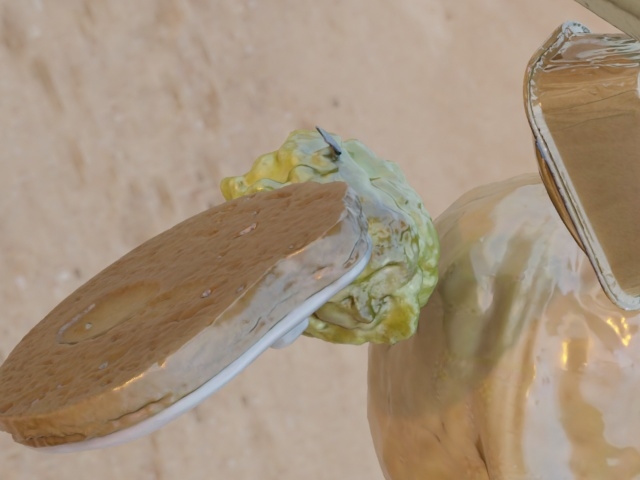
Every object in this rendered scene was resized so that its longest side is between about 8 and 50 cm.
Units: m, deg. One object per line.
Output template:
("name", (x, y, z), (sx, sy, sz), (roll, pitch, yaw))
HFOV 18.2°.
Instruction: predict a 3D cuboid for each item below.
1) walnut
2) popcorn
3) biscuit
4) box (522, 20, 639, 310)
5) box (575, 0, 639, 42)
("walnut", (0.209, 0.117, 1.594), (0.381, 0.381, 0.381), (55, 24, -40))
("popcorn", (0.007, -0.008, 1.432), (0.173, 0.142, 0.173), (27, 47, -33))
("biscuit", (-0.072, 0.043, 1.009), (0.208, 0.181, 0.049), (-42, 111, -29))
("box", (0.182, -0.047, 1.205), (0.177, 0.111, 0.111), (63, 20, -18))
("box", (0.190, -0.275, 0.876), (0.352, 0.344, 0.177), (39, -16, 34))
